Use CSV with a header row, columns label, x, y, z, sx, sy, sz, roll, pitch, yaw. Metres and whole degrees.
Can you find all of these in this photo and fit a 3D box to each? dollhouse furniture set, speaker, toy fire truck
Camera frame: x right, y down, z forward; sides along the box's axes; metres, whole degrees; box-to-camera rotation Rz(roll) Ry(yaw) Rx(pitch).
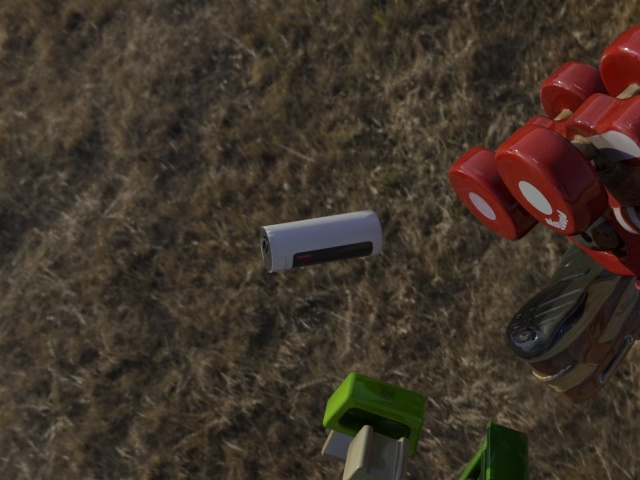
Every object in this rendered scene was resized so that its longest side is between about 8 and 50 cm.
label,x,y,z,sx,sy,sz,roll,pitch,yaw
dollhouse furniture set,0.065,0.294,0.732,0.197,0.151,0.301,19,38,-2
speaker,0.000,0.000,0.970,0.136,0.055,0.055,-9,54,-16
toy fire truck,0.279,-0.033,0.776,0.169,0.302,0.254,-42,95,-8

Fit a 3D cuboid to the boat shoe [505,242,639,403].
label,x,y,z,sx,sy,sz,roll,pitch,yaw
boat shoe,0.344,0.062,0.979,0.324,0.120,0.122,-40,7,-27
